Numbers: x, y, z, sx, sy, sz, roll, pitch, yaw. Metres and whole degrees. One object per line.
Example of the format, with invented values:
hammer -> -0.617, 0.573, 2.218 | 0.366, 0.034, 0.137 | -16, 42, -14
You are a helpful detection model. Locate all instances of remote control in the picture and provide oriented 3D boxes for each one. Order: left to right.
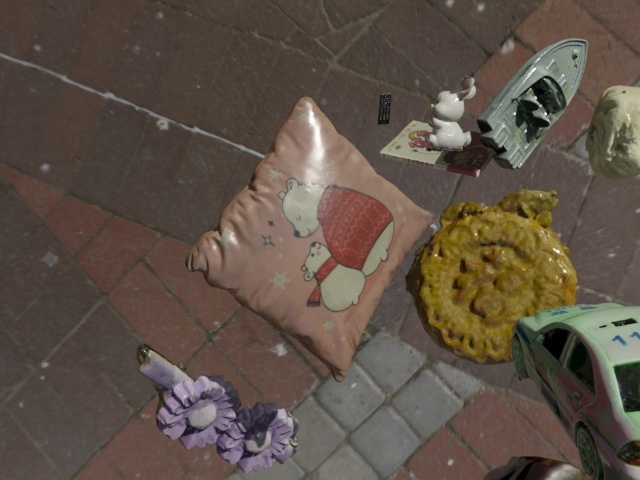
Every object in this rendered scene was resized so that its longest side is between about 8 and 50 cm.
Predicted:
remote control -> 0.158, -0.327, 1.743 | 0.034, 0.091, 0.016 | -4, 47, -5

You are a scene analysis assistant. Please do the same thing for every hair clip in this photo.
hair clip -> -0.125, 0.220, 0.884 | 0.106, 0.084, 0.292 | -49, 123, 0

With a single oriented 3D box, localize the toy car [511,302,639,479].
toy car -> 0.188, 0.080, 0.448 | 0.090, 0.224, 0.076 | -11, 104, 2

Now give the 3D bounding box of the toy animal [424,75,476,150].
toy animal -> 0.222, -0.216, 1.219 | 0.085, 0.071, 0.124 | 3, 94, 15

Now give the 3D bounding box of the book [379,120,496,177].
book -> 0.270, -0.205, 1.553 | 0.231, 0.162, 0.022 | 18, 132, 30

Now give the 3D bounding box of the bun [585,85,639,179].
bun -> 0.699, -0.253, 1.659 | 0.145, 0.229, 0.229 | -4, 85, -7

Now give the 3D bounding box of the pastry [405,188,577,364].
pastry -> 0.244, 0.062, 1.025 | 0.240, 0.132, 0.235 | -11, 78, 17

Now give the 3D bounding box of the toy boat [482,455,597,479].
toy boat -> 0.128, 0.201, 0.387 | 0.114, 0.262, 0.115 | 14, 66, 36

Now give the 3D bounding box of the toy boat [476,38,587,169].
toy boat -> 0.447, -0.294, 1.434 | 0.319, 0.092, 0.141 | -50, 122, -10

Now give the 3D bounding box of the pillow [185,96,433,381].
pillow -> 0.000, 0.000, 0.768 | 0.223, 0.084, 0.236 | 37, 77, -20
